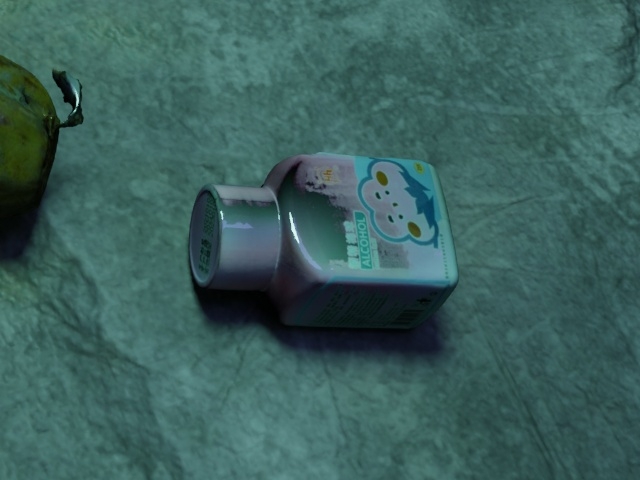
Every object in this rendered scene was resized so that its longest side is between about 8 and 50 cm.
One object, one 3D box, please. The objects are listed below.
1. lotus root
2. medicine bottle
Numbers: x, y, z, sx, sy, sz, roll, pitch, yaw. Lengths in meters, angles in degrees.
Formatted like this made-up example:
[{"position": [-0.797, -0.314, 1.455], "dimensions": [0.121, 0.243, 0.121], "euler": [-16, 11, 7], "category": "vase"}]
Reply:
[{"position": [-0.297, -0.092, 1.083], "dimensions": [0.241, 0.123, 0.124], "euler": [21, 25, -7], "category": "lotus root"}, {"position": [0.000, 0.000, 1.169], "dimensions": [0.188, 0.094, 0.119], "euler": [3, 61, -22], "category": "medicine bottle"}]
